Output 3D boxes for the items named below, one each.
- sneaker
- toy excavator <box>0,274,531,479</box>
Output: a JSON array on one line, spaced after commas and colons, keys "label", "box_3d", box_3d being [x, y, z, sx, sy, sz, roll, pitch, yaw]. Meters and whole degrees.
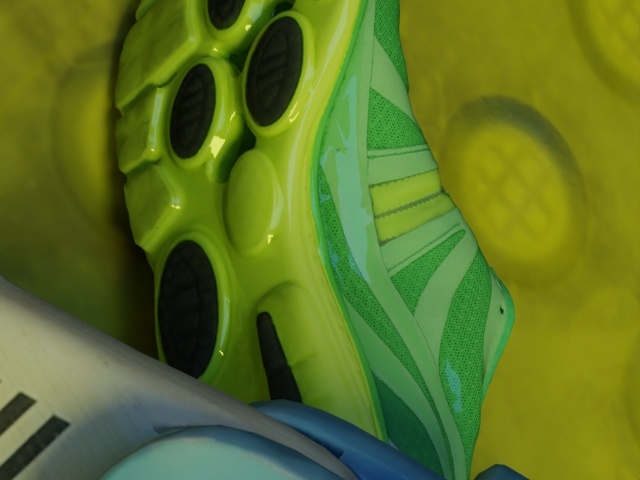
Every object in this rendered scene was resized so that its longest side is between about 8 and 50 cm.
[{"label": "sneaker", "box_3d": [0.000, 0.000, 0.699, 0.123, 0.109, 0.295, 21, 62, -52]}, {"label": "toy excavator", "box_3d": [-0.052, 0.097, 0.511, 0.445, 0.222, 0.433, 29, 98, 7]}]
